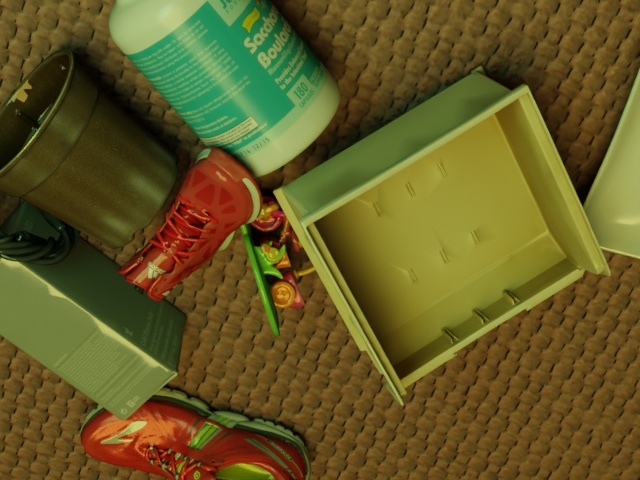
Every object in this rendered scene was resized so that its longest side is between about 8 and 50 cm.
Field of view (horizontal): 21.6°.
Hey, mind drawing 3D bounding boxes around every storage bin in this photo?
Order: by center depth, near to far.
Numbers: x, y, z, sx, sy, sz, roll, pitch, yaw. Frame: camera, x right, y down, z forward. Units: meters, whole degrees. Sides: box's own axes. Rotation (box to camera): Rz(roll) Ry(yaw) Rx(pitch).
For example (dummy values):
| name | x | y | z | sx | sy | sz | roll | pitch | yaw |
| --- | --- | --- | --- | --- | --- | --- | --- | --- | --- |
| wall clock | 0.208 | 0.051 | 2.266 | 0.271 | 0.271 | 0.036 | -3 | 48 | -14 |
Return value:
| name | x | y | z | sx | sy | sz | roll | pitch | yaw |
| --- | --- | --- | --- | --- | --- | --- | --- | --- | --- |
| storage bin | 0.129 | -0.001 | 1.736 | 0.262 | 0.123 | 0.260 | -32 | 116 | -6 |

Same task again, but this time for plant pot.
| name | x | y | z | sx | sy | sz | roll | pitch | yaw |
| --- | --- | --- | --- | --- | --- | --- | --- | --- | --- |
| plant pot | -0.249 | -0.085 | 1.754 | 0.165 | 0.167 | 0.167 | 37 | 117 | -26 |

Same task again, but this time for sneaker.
| name | x | y | z | sx | sy | sz | roll | pitch | yaw |
| --- | --- | --- | --- | --- | --- | --- | --- | --- | --- |
| sneaker | -0.136 | -0.002 | 1.717 | 0.087 | 0.128 | 0.221 | 37 | 154 | 7 |
| sneaker | -0.148 | 0.254 | 1.969 | 0.279 | 0.118 | 0.107 | 10 | 121 | -2 |

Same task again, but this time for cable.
| name | x | y | z | sx | sy | sz | roll | pitch | yaw |
| --- | --- | --- | --- | --- | --- | --- | --- | --- | --- |
| cable | -0.328 | -0.024 | 1.773 | 0.150 | 0.184 | 0.047 | 35 | 114 | -12 |

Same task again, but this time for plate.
| name | x | y | z | sx | sy | sz | roll | pitch | yaw |
| --- | --- | --- | --- | --- | --- | --- | --- | --- | --- |
| plate | 0.437 | -0.086 | 1.763 | 0.278 | 0.045 | 0.277 | 14 | 122 | -5 |

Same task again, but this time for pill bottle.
| name | x | y | z | sx | sy | sz | roll | pitch | yaw |
| --- | --- | --- | --- | --- | --- | --- | --- | --- | --- |
| pill bottle | -0.110 | -0.198 | 1.673 | 0.146 | 0.146 | 0.264 | -32 | 115 | 21 |

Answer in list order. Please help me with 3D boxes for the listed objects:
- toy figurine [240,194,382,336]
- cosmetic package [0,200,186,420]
| name | x | y | z | sx | sy | sz | roll | pitch | yaw |
| --- | --- | --- | --- | --- | --- | --- | --- | --- | --- |
| toy figurine | 0.000 | 0.000 | 1.829 | 0.159 | 0.130 | 0.173 | -17 | 95 | -1 |
| cosmetic package | -0.274 | 0.077 | 1.867 | 0.238 | 0.127 | 0.107 | 40 | 115 | -20 |
